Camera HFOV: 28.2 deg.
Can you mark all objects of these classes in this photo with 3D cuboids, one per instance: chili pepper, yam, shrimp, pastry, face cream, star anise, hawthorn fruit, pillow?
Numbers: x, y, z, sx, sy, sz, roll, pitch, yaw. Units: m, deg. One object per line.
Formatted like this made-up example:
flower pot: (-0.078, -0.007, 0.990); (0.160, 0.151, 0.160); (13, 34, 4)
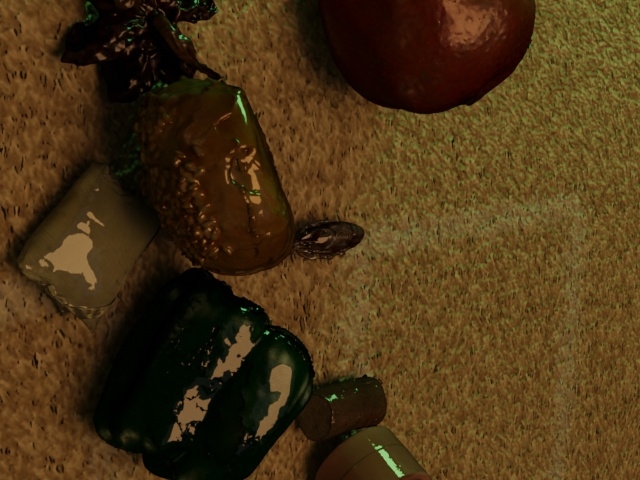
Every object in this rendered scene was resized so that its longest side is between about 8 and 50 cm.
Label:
chili pepper: (-0.152, 0.184, 1.619); (0.233, 0.248, 0.256); (40, 76, -13)
yam: (0.034, 0.251, 1.909); (0.127, 0.084, 0.084); (-8, 105, -45)
shrimp: (0.000, 0.000, 1.831); (0.165, 0.065, 0.056); (-7, 73, -38)
pastry: (-0.132, -0.073, 1.545); (0.162, 0.311, 0.255); (-22, 82, 2)
face cream: (0.079, 0.368, 1.922); (0.149, 0.104, 0.149); (-27, 143, -22)
star anise: (-0.206, -0.265, 1.527); (0.220, 0.126, 0.190); (-19, 109, -36)
hawthorn fruit: (0.130, -0.314, 1.737); (0.311, 0.295, 0.295); (39, 69, -5)
pillow: (-0.278, 0.000, 1.551); (0.181, 0.078, 0.134); (-57, 132, -20)
